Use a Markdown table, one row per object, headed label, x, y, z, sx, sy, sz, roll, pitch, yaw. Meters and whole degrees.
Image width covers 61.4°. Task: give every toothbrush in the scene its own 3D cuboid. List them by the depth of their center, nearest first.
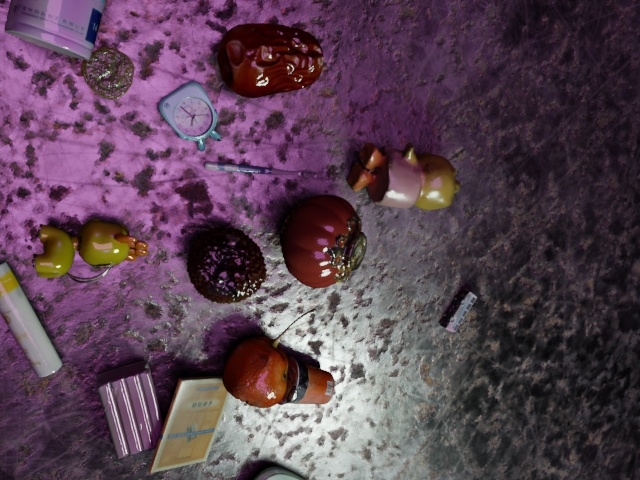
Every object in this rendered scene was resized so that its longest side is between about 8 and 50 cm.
| label | x | y | z | sx | sy | sz | roll | pitch | yaw |
| --- | --- | --- | --- | --- | --- | --- | --- | --- | --- |
| toothbrush | -0.137 | -0.166 | 1.283 | 0.276 | 0.025 | 0.019 | 3 | 102 | -22 |

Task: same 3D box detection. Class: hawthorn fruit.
| label | x | y | z | sx | sy | sz | roll | pitch | yaw |
| --- | --- | --- | --- | --- | --- | --- | --- | --- | --- |
| hawthorn fruit | -0.120 | 0.270 | 1.323 | 0.165 | 0.165 | 0.285 | 31 | 88 | -24 |

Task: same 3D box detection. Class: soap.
| label | x | y | z | sx | sy | sz | roll | pitch | yaw |
| --- | --- | --- | --- | --- | --- | --- | --- | --- | --- |
| soap | -0.444 | 0.398 | 1.272 | 0.122 | 0.065 | 0.203 | -13 | 106 | -20 |

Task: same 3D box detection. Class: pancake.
| label | x | y | z | sx | sy | sz | roll | pitch | yaw |
| --- | --- | --- | --- | --- | --- | --- | --- | --- | --- |
| pancake | -0.441 | -0.351 | 1.128 | 0.108 | 0.017 | 0.107 | -6 | 105 | -23 |

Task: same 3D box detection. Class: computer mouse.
| label | x | y | z | sx | sy | sz | roll | pitch | yaw |
| --- | --- | --- | --- | --- | --- | --- | --- | --- | --- |
| computer mouse | -0.083 | 0.730 | 1.472 | 0.288 | 0.097 | 0.159 | 44 | 82 | -23 |

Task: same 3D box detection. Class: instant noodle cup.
| label | x | y | z | sx | sy | sz | roll | pitch | yaw |
| --- | --- | --- | --- | --- | --- | --- | --- | --- | --- |
| instant noodle cup | -0.040 | 0.372 | 1.400 | 0.136 | 0.127 | 0.127 | 20 | 94 | -32 |

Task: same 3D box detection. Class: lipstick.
| label | x | y | z | sx | sy | sz | roll | pitch | yaw |
| --- | --- | --- | --- | --- | --- | --- | --- | --- | --- |
| lipstick | -0.637 | 0.171 | 1.150 | 0.059 | 0.059 | 0.263 | -24 | 109 | -15 |

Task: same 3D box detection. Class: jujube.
| label | x | y | z | sx | sy | sz | roll | pitch | yaw |
| --- | --- | --- | --- | --- | --- | --- | --- | --- | --- |
| jujube | -0.107 | -0.393 | 1.181 | 0.230 | 0.155 | 0.155 | -9 | 105 | -29 |

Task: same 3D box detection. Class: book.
| label | x | y | z | sx | sy | sz | roll | pitch | yaw |
| --- | --- | --- | --- | --- | --- | --- | --- | --- | --- |
| book | -0.311 | 0.446 | 1.322 | 0.170 | 0.018 | 0.241 | 13 | 99 | -50 |

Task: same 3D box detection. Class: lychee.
| label | x | y | z | sx | sy | sz | roll | pitch | yaw |
| --- | --- | --- | --- | --- | --- | --- | --- | --- | --- |
| lychee | -0.212 | 0.056 | 1.225 | 0.188 | 0.188 | 0.187 | -5 | 104 | -20 |

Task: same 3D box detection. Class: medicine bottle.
| label | x | y | z | sx | sy | sz | roll | pitch | yaw |
| --- | --- | --- | --- | --- | --- | --- | --- | --- | --- |
| medicine bottle | -0.479 | -0.488 | 1.009 | 0.152 | 0.152 | 0.253 | 14 | 97 | -23 |

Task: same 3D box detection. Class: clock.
| label | x | y | z | sx | sy | sz | roll | pitch | yaw |
| --- | --- | --- | --- | --- | --- | --- | --- | --- | --- |
| clock | -0.280 | -0.269 | 1.194 | 0.108 | 0.045 | 0.147 | -36 | 113 | -9 |

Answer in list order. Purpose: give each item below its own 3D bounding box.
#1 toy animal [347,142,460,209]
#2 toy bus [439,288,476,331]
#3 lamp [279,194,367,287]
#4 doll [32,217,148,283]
| label | x | y | z | sx | sy | sz | roll | pitch | yaw |
| --- | --- | --- | --- | --- | --- | --- | --- | --- | --- |
| toy animal | 0.230 | -0.156 | 1.354 | 0.282 | 0.169 | 0.195 | -1 | 145 | -26 |
| toy bus | 0.402 | 0.205 | 1.571 | 0.052 | 0.037 | 0.130 | 34 | 87 | -29 |
| lamp | 0.000 | 0.000 | 1.284 | 0.227 | 0.227 | 0.226 | -5 | 104 | -20 |
| doll | -0.479 | 0.017 | 1.140 | 0.221 | 0.143 | 0.135 | 1 | 67 | -20 |
